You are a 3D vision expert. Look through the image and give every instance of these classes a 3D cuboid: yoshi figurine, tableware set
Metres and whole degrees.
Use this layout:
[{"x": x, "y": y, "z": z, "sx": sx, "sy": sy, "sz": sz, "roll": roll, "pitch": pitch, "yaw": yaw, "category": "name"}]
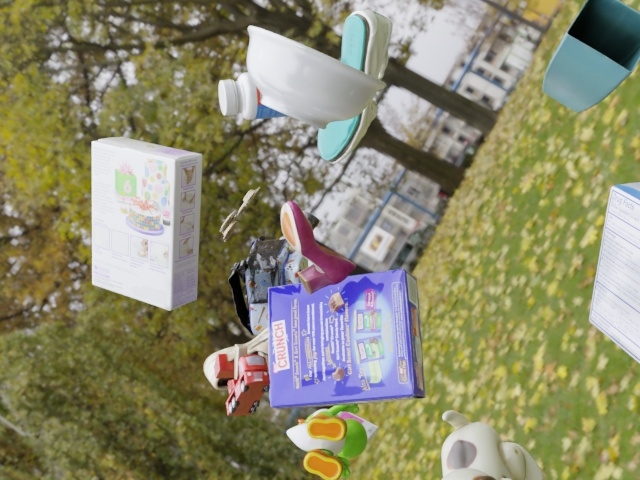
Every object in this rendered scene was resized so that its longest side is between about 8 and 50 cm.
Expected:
[{"x": 0.050, "y": 0.536, "z": 2.190, "sx": 0.203, "sy": 0.203, "sz": 0.362, "roll": -35, "pitch": -5, "yaw": 0, "category": "yoshi figurine"}, {"x": -0.198, "y": -0.064, "z": 1.958, "sx": 0.141, "sy": 0.020, "sz": 0.169, "roll": -54, "pitch": 0, "yaw": -14, "category": "tableware set"}]

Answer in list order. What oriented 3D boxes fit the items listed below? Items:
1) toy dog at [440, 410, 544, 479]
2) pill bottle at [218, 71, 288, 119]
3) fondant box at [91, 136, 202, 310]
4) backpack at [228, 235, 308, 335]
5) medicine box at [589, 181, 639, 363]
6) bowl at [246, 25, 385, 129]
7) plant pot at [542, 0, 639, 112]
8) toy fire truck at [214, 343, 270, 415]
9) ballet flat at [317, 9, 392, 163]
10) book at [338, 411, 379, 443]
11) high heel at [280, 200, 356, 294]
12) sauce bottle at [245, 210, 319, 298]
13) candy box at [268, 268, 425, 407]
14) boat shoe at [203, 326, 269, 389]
[{"x": 0.471, "y": 0.719, "z": 2.383, "sx": 0.284, "sy": 0.395, "sz": 0.408, "roll": -19, "pitch": 5, "yaw": 23, "category": "toy dog"}, {"x": -0.149, "y": -0.380, "z": 2.116, "sx": 0.221, "sy": 0.124, "sz": 0.124, "roll": -9, "pitch": -31, "yaw": -17, "category": "pill bottle"}, {"x": -0.378, "y": -0.040, "z": 1.745, "sx": 0.096, "sy": 0.238, "sz": 0.330, "roll": -23, "pitch": -58, "yaw": -55, "category": "fondant box"}, {"x": -0.134, "y": 0.144, "z": 2.363, "sx": 0.276, "sy": 0.213, "sz": 0.263, "roll": -60, "pitch": -25, "yaw": -69, "category": "backpack"}, {"x": 0.626, "y": 0.071, "z": 1.430, "sx": 0.263, "sy": 0.149, "sz": 0.289, "roll": -122, "pitch": 32, "yaw": -64, "category": "medicine box"}, {"x": -0.031, "y": -0.310, "z": 1.618, "sx": 0.134, "sy": 0.297, "sz": 0.298, "roll": -66, "pitch": -11, "yaw": 8, "category": "bowl"}, {"x": 0.622, "y": -0.417, "z": 1.870, "sx": 0.166, "sy": 0.165, "sz": 0.234, "roll": -54, "pitch": -6, "yaw": -23, "category": "plant pot"}, {"x": -0.140, "y": 0.233, "z": 1.425, "sx": 0.192, "sy": 0.047, "sz": 0.135, "roll": 119, "pitch": 147, "yaw": -50, "category": "toy fire truck"}, {"x": 0.099, "y": -0.373, "z": 2.004, "sx": 0.139, "sy": 0.139, "sz": 0.400, "roll": -45, "pitch": -27, "yaw": -55, "category": "ballet flat"}, {"x": 0.089, "y": 0.564, "z": 2.425, "sx": 0.096, "sy": 0.144, "sz": 0.035, "roll": -40, "pitch": -42, "yaw": -38, "category": "book"}, {"x": 0.000, "y": 0.000, "z": 1.582, "sx": 0.117, "sy": 0.082, "sz": 0.244, "roll": -29, "pitch": -51, "yaw": -14, "category": "high heel"}, {"x": -0.117, "y": 0.063, "z": 2.627, "sx": 0.344, "sy": 0.111, "sz": 0.111, "roll": -62, "pitch": -9, "yaw": -10, "category": "sauce bottle"}, {"x": 0.052, "y": 0.216, "z": 1.733, "sx": 0.122, "sy": 0.317, "sz": 0.268, "roll": 38, "pitch": -132, "yaw": -65, "category": "candy box"}, {"x": -0.132, "y": 0.283, "z": 1.976, "sx": 0.302, "sy": 0.098, "sz": 0.109, "roll": -20, "pitch": -66, "yaw": -17, "category": "boat shoe"}]
